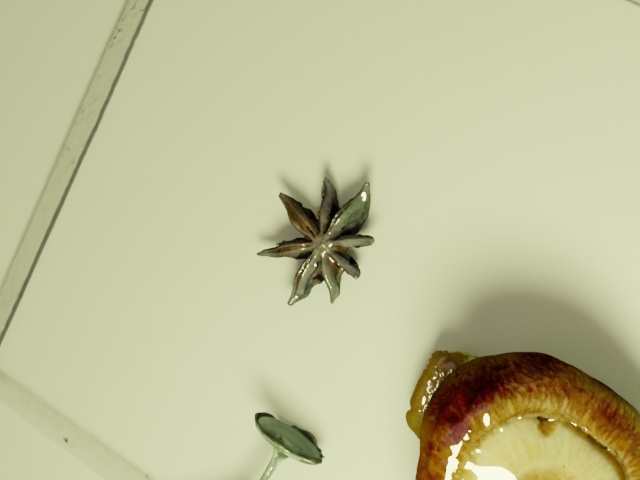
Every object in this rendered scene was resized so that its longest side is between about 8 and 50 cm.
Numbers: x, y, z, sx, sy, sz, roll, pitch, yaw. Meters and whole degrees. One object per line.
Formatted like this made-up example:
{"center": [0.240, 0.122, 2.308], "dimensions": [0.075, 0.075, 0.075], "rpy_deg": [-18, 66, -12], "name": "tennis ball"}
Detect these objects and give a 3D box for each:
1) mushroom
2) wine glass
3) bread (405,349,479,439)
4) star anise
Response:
{"center": [0.267, 0.319, 1.597], "dimensions": [0.345, 0.260, 0.346], "rpy_deg": [-2, 112, -5], "name": "mushroom"}
{"center": [-0.099, 0.374, 1.847], "dimensions": [0.156, 0.156, 0.232], "rpy_deg": [35, 100, 20], "name": "wine glass"}
{"center": [0.190, 0.226, 1.753], "dimensions": [0.127, 0.069, 0.140], "rpy_deg": [24, 101, 21], "name": "bread"}
{"center": [0.000, 0.000, 1.844], "dimensions": [0.180, 0.061, 0.205], "rpy_deg": [19, 98, 24], "name": "star anise"}
